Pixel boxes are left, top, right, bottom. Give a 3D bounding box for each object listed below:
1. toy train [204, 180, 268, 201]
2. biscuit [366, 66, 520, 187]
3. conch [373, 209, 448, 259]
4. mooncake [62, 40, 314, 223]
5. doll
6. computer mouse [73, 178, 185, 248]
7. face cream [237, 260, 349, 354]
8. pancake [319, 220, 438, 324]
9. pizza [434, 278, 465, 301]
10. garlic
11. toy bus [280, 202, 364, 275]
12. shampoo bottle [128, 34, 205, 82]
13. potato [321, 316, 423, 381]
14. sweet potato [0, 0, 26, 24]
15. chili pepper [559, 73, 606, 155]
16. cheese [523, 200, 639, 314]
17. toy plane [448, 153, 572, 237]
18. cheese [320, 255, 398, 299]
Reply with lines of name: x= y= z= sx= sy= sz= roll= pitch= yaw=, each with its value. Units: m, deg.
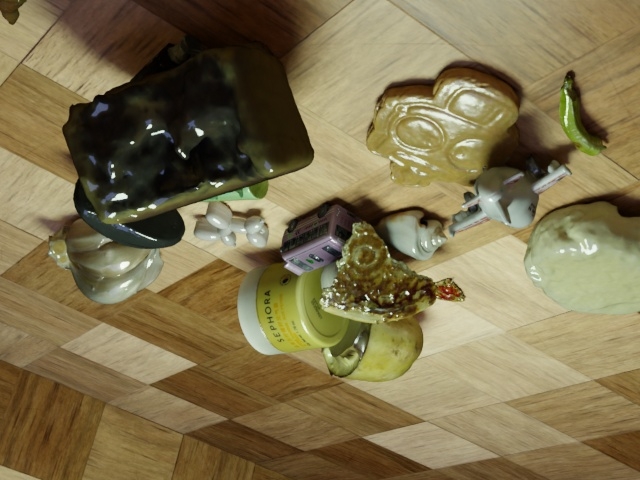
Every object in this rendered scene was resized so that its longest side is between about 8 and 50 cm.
toy train: x=-0.257 y=-0.122 z=2.060 sx=0.308 sy=0.126 sz=0.189 roll=-2 pitch=148 yaw=23
biscuit: x=0.220 y=-0.189 z=1.842 sx=0.269 sy=0.051 sz=0.376 roll=20 pitch=150 yaw=-10
conch: x=0.191 y=-0.018 z=2.142 sx=0.176 sy=0.094 sz=0.104 roll=24 pitch=177 yaw=38
mooncake: x=-0.229 y=-0.179 z=1.721 sx=0.394 sy=0.246 sz=0.393 roll=-15 pitch=177 yaw=-17
doll: x=-0.194 y=-0.029 z=2.267 sx=0.160 sy=0.059 sz=0.161 roll=22 pitch=149 yaw=-16
computer mouse: x=-0.434 y=-0.058 z=2.228 sx=0.270 sy=0.137 sz=0.086 roll=27 pitch=138 yaw=-26
face cream: x=-0.060 y=0.154 z=2.371 sx=0.179 sy=0.218 sz=0.218 roll=-12 pitch=143 yaw=34
pancake: x=0.115 y=0.066 z=2.130 sx=0.266 sy=0.244 sz=0.057 roll=-14 pitch=-161 yaw=-16
pizza: x=0.285 y=0.126 z=2.382 sx=0.099 sy=0.029 sz=0.100 roll=-4 pitch=147 yaw=28
garlic: x=-0.508 y=0.039 z=2.461 sx=0.292 sy=0.210 sz=0.237 roll=10 pitch=117 yaw=13
toy bus: x=0.000 y=0.000 z=2.191 sx=0.096 sy=0.108 sz=0.199 roll=30 pitch=146 yaw=-28
shampoo bottle: x=-0.279 y=-0.310 z=1.811 sx=0.063 sy=0.057 sz=0.208 roll=28 pitch=148 yaw=-26
potato: x=0.145 y=0.253 z=2.487 sx=0.243 sy=0.242 sz=0.285 roll=19 pitch=146 yaw=-12
sweet potato: x=-0.528 y=-0.427 z=1.712 sx=0.068 sy=0.068 sz=0.226 roll=17 pitch=168 yaw=-8
chili pepper: x=0.441 y=-0.207 z=1.732 sx=0.049 sy=0.043 sz=0.208 roll=5 pitch=152 yaw=39
cheese: x=0.585 y=0.043 z=2.041 sx=0.326 sy=0.115 sz=0.318 roll=9 pitch=151 yaw=3
toy plane: x=0.346 y=-0.078 z=1.854 sx=0.252 sy=0.118 sz=0.252 roll=-25 pitch=169 yaw=-5
cheese: x=0.092 y=0.091 z=2.266 sx=0.198 sy=0.154 sz=0.189 roll=21 pitch=148 yaw=-27
